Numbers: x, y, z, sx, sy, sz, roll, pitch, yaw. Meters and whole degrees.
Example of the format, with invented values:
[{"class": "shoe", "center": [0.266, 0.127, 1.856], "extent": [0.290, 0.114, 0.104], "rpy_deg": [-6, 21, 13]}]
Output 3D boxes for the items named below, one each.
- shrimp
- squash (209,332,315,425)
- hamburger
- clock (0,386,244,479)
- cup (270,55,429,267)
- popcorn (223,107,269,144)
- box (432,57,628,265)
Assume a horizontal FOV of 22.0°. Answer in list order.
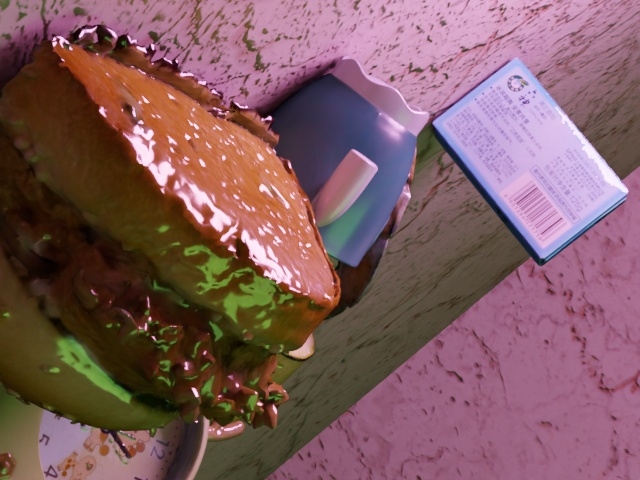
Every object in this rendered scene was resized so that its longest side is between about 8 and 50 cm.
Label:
[{"class": "shrimp", "center": [0.000, 0.000, 1.858], "extent": [0.071, 0.233, 0.365], "rpy_deg": [22, 143, -24]}, {"class": "squash", "center": [-0.130, 0.178, 2.259], "extent": [0.247, 0.132, 0.132], "rpy_deg": [-43, 166, 26]}, {"class": "hamburger", "center": [-0.142, 0.035, 1.340], "extent": [0.268, 0.287, 0.445], "rpy_deg": [-36, 159, 11]}, {"class": "clock", "center": [-0.211, 0.181, 1.603], "extent": [0.096, 0.308, 0.235], "rpy_deg": [4, -112, 50]}, {"class": "cup", "center": [0.019, -0.088, 1.667], "extent": [0.173, 0.167, 0.299], "rpy_deg": [-53, -168, 4]}, {"class": "popcorn", "center": [-0.079, -0.098, 1.576], "extent": [0.068, 0.059, 0.083], "rpy_deg": [3, -172, 38]}, {"class": "box", "center": [0.268, -0.100, 2.125], "extent": [0.142, 0.232, 0.083], "rpy_deg": [-38, 168, -1]}]
